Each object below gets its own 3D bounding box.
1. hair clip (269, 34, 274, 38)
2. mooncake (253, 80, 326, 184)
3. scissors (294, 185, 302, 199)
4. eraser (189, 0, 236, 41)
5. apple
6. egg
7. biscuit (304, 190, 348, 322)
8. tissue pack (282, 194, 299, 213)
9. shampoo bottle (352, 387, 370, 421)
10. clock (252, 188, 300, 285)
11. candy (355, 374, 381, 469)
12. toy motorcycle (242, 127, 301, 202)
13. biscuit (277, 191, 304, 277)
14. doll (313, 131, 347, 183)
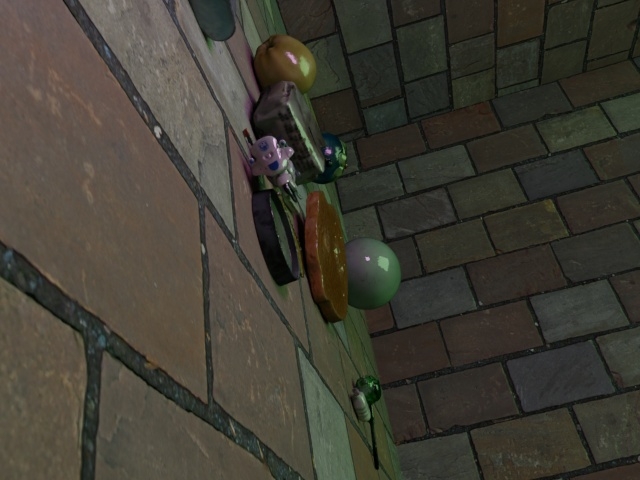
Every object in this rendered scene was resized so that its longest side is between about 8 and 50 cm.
[{"bbox_3d":[-0.172,-0.702,2.244,0.046,0.072,0.173,46,38,-83],"label":"hair clip"},{"bbox_3d":[-0.087,-0.296,1.578,0.250,0.136,0.254,-93,158,-59],"label":"mooncake"},{"bbox_3d":[-0.097,-0.179,1.643,0.187,0.020,0.133,45,23,-57],"label":"scissors"},{"bbox_3d":[-0.228,-0.545,1.229,0.227,0.081,0.174,-101,173,-46],"label":"eraser"},{"bbox_3d":[-0.110,-0.526,1.794,0.200,0.200,0.199,-15,90,-84],"label":"apple"},{"bbox_3d":[0.180,0.132,2.310,0.389,0.276,0.276,59,17,-71],"label":"egg"},{"bbox_3d":[0.016,0.058,1.848,0.365,0.062,0.384,54,31,-62],"label":"biscuit"},{"bbox_3d":[-0.087,-0.118,1.698,0.108,0.023,0.056,56,18,-69],"label":"tissue pack"},{"bbox_3d":[0.128,0.530,1.930,0.077,0.045,0.151,-98,170,-49],"label":"shampoo bottle"},{"bbox_3d":[-0.094,-0.009,1.278,0.215,0.042,0.214,-16,90,-84],"label":"clock"},{"bbox_3d":[0.178,0.639,2.063,0.097,0.097,0.323,46,38,-78],"label":"candy"},{"bbox_3d":[-0.102,-0.178,1.303,0.150,0.102,0.221,57,5,-31],"label":"toy motorcycle"},{"bbox_3d":[-0.078,-0.010,1.547,0.144,0.016,0.203,-99,172,-51],"label":"biscuit"},{"bbox_3d":[-0.002,-0.324,2.292,0.322,0.186,0.198,-140,-117,-70],"label":"doll"}]
